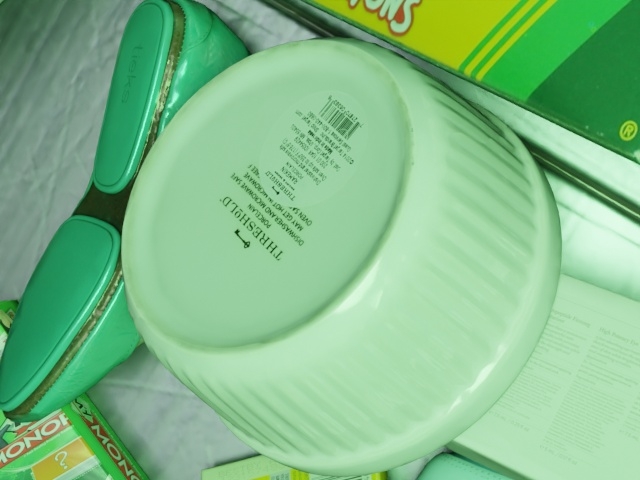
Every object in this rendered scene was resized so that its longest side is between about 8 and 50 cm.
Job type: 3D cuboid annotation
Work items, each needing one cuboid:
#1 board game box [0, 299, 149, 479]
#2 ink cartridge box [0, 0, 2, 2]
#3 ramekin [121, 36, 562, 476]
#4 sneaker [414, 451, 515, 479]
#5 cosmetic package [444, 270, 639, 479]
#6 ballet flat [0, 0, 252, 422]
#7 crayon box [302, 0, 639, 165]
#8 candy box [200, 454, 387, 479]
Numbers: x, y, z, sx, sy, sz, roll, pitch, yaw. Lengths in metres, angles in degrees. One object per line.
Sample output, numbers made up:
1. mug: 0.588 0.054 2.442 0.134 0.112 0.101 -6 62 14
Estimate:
1. board game box: -0.240 0.213 0.915 0.317 0.046 0.213 -38 85 10
2. ink cartridge box: -0.275 -0.151 0.786 0.207 0.283 0.117 -39 85 10
3. ramekin: 0.000 0.000 0.762 0.207 0.109 0.207 -17 56 27
4. sneaker: 0.208 0.105 0.801 0.319 0.127 0.208 12 79 19
5. cosmetic package: 0.095 0.063 0.774 0.239 0.060 0.099 23 81 41
6. ballet flat: -0.094 -0.007 0.857 0.087 0.083 0.247 21 90 -35
7. crayon box: 0.116 -0.221 0.700 0.363 0.106 0.313 34 101 48
8. candy box: -0.010 0.191 0.811 0.105 0.206 0.027 -17 132 12
